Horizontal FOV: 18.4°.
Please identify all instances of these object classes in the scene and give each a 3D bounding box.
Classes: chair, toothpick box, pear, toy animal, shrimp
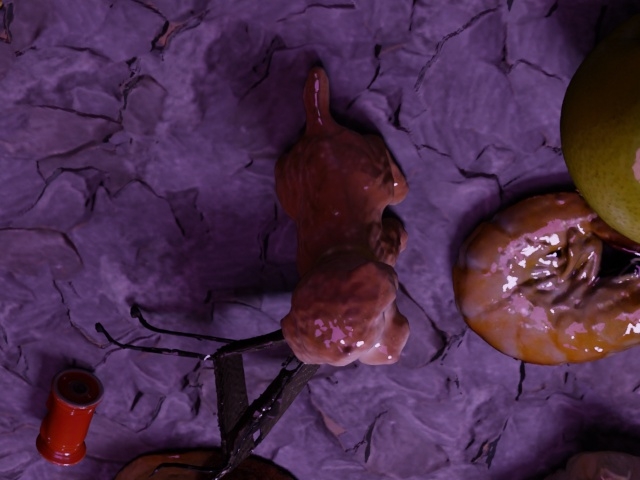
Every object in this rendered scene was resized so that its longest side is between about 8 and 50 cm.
[{"bbox_3d":[-0.064,0.118,1.585,0.213,0.174,0.149,-9,92,12],"label":"chair"},{"bbox_3d":[-0.219,0.155,1.715,0.047,0.047,0.083,17,129,-5],"label":"toothpick box"},{"bbox_3d":[0.266,-0.060,1.384,0.180,0.166,0.216,-22,109,7],"label":"pear"},{"bbox_3d":[0.007,-0.008,1.461,0.104,0.185,0.184,-6,127,15],"label":"toy animal"},{"bbox_3d":[0.237,0.018,1.532,0.287,0.063,0.152,-13,114,20],"label":"shrimp"}]

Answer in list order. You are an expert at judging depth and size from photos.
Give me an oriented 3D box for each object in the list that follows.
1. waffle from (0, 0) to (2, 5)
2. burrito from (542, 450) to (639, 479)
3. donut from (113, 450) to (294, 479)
[{"bbox_3d":[-0.332,-0.189,1.442,0.197,0.070,0.193,-30,119,28],"label":"waffle"},{"bbox_3d":[0.328,0.284,1.701,0.348,0.107,0.175,22,144,-7],"label":"burrito"},{"bbox_3d":[-0.107,0.264,1.760,0.217,0.085,0.141,-1,128,12],"label":"donut"}]
